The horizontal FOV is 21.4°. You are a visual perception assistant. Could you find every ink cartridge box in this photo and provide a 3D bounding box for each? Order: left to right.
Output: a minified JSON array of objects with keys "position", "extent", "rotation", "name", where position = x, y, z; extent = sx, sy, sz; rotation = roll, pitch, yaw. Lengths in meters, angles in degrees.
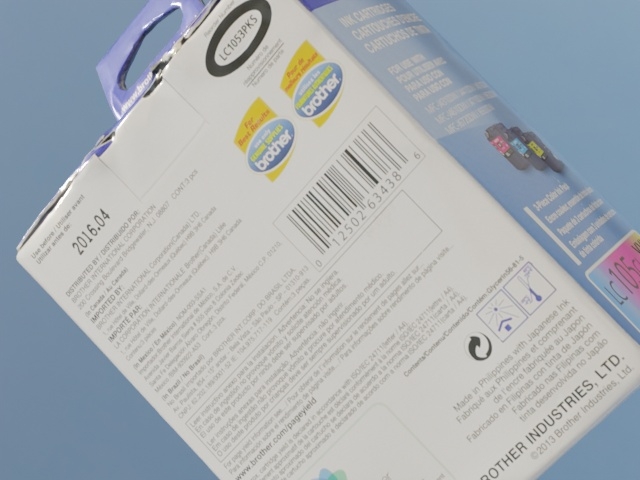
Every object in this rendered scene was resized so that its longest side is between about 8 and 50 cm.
[{"position":[0.000,0.000,1.057],"extent":[0.395,0.270,0.151],"rotation":[45,-155,6],"name":"ink cartridge box"}]
